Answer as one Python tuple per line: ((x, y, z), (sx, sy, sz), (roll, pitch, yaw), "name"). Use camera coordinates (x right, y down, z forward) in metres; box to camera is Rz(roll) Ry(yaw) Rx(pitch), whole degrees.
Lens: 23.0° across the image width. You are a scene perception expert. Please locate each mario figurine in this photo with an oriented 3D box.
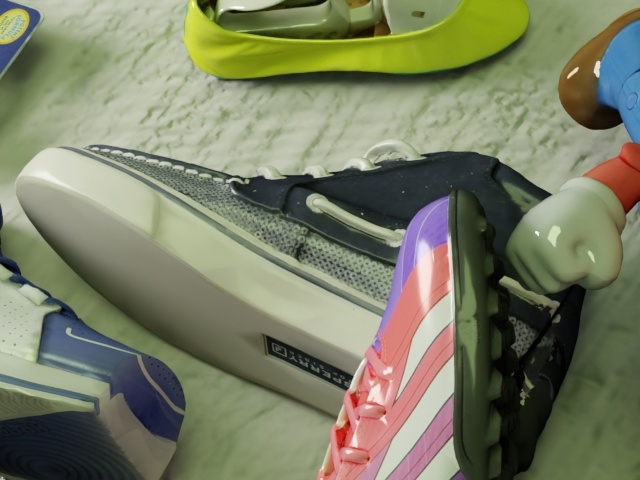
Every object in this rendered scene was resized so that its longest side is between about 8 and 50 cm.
((0.199, 0.006, 0.837), (0.198, 0.170, 0.320), (-10, 31, 7), "mario figurine")

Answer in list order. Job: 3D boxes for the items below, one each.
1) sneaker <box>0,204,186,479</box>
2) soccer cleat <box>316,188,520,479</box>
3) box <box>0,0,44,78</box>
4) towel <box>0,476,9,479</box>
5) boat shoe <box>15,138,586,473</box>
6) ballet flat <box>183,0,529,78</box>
((-0.219, 0.021, 0.920), (0.316, 0.127, 0.182), (11, 58, 20), "sneaker")
((0.035, 0.133, 0.768), (0.116, 0.108, 0.318), (2, 93, 13), "soccer cleat")
((-0.312, -0.133, 1.094), (0.225, 0.036, 0.136), (20, 63, 21), "box")
((-0.219, 0.134, 0.927), (0.060, 0.009, 0.083), (-27, 58, -10), "towel")
((0.000, 0.000, 0.924), (0.341, 0.127, 0.158), (28, 61, 13), "boat shoe")
((0.022, -0.150, 1.033), (0.231, 0.077, 0.077), (-5, 56, 5), "ballet flat")
